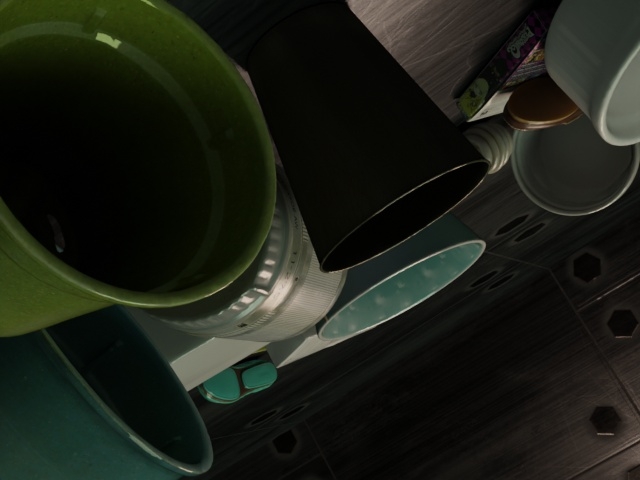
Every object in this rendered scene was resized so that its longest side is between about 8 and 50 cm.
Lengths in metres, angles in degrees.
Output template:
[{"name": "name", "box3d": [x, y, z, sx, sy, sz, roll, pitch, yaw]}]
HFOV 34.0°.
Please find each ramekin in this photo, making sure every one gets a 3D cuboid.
[{"name": "ramekin", "box3d": [0.424, -0.149, 1.716, 0.207, 0.207, 0.109, -37, 171, 27]}, {"name": "ramekin", "box3d": [0.419, -0.269, 1.337, 0.277, 0.135, 0.277, -29, 150, -19]}]

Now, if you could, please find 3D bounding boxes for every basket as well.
[{"name": "basket", "box3d": [0.032, -0.116, 1.071, 0.204, 0.227, 0.154, -36, 163, 24]}]

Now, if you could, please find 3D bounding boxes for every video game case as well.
[{"name": "video game case", "box3d": [0.331, -0.262, 1.479, 0.232, 0.041, 0.210, -19, 161, -33]}]

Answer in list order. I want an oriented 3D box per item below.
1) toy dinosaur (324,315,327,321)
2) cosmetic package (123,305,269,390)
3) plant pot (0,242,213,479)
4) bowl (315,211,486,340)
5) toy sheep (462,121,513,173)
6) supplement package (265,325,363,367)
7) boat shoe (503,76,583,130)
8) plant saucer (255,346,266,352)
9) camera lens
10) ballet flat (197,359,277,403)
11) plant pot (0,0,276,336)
[{"name": "toy dinosaur", "box3d": [0.000, 0.000, 1.571, 0.064, 0.112, 0.211, 32, 82, -52]}, {"name": "cosmetic package", "box3d": [-0.279, 0.165, 1.544, 0.385, 0.156, 0.217, -32, 164, 4]}, {"name": "plant pot", "box3d": [-0.352, 0.216, 1.130, 0.334, 0.341, 0.341, -39, 164, 1]}, {"name": "bowl", "box3d": [0.096, 0.020, 1.724, 0.312, 0.163, 0.311, -28, 165, -8]}, {"name": "toy sheep", "box3d": [0.257, -0.145, 1.645, 0.132, 0.091, 0.091, -35, 171, -38]}, {"name": "supplement package", "box3d": [0.010, 0.111, 1.902, 0.244, 0.139, 0.134, -19, 162, -36]}, {"name": "boat shoe", "box3d": [0.338, -0.195, 1.481, 0.207, 0.073, 0.073, -21, 160, -25]}, {"name": "plant saucer", "box3d": [-0.049, 0.154, 2.104, 0.188, 0.045, 0.188, -40, 161, 31]}, {"name": "camera lens", "box3d": [-0.101, 0.007, 1.236, 0.219, 0.219, 0.274, -33, 164, 12]}, {"name": "ballet flat", "box3d": [-0.199, 0.313, 2.284, 0.087, 0.083, 0.247, -23, 169, 35]}, {"name": "plant pot", "box3d": [-0.222, -0.038, 0.873, 0.276, 0.276, 0.254, -12, 168, -46]}]
